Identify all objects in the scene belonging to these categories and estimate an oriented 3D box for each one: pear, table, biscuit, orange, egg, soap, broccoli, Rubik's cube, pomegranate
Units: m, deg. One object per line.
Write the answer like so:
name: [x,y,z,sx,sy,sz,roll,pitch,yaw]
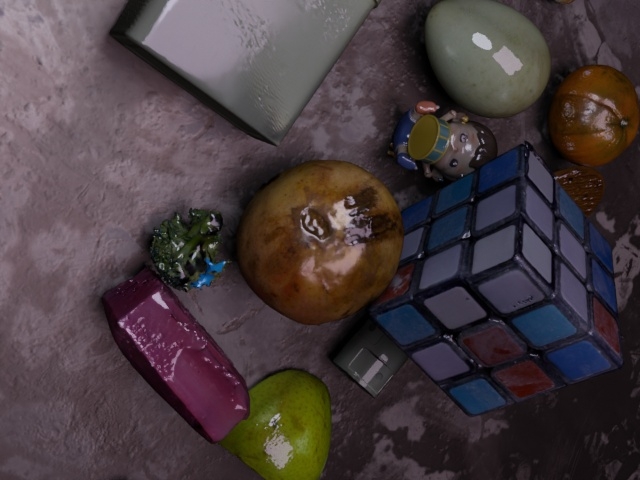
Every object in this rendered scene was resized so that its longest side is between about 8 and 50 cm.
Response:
pear: [-0.048,0.403,1.594,0.288,0.139,0.239,44,71,-33]
table: [0.142,0.222,1.650,0.220,0.126,0.126,-49,121,-9]
biscuit: [0.592,-0.099,1.830,0.212,0.036,0.212,-12,136,-12]
orange: [0.651,-0.293,1.779,0.240,0.171,0.240,-8,106,-28]
egg: [0.336,-0.381,1.546,0.295,0.218,0.218,34,85,-23]
soap: [-0.250,0.214,1.372,0.127,0.220,0.325,-39,120,-6]
broccoli: [-0.225,0.007,1.354,0.167,0.160,0.154,-11,71,-46]
Rubik's cube: [0.354,0.085,1.509,0.363,0.359,0.362,45,37,-24]
pomegranate: [0.000,0.000,1.417,0.322,0.322,0.322,-8,107,-28]

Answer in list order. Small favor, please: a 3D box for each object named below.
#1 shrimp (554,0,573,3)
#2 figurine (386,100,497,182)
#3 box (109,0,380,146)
shrimp: [0.516,-0.593,1.700,0.190,0.042,0.101,8,79,-31]
figurine: [0.285,-0.192,1.601,0.275,0.158,0.161,11,107,-31]
box: [-0.123,-0.397,1.304,0.352,0.177,0.344,33,88,-33]
